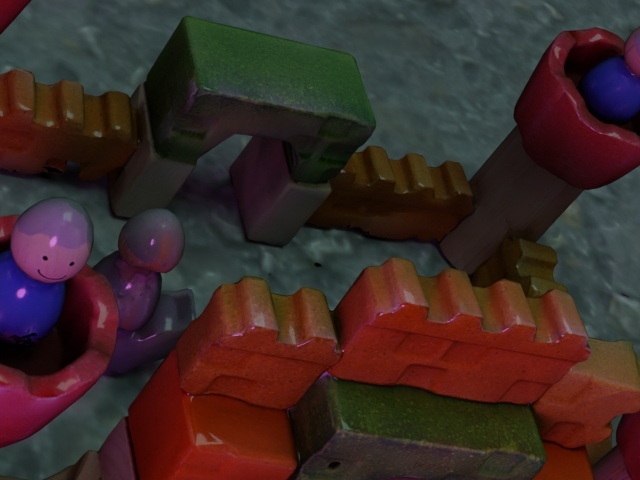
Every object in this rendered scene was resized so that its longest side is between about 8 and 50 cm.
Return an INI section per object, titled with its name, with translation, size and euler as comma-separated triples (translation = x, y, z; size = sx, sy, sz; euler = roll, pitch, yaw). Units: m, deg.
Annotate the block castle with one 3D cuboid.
[block castle]
translation = 0.000, 0.000, 0.871
size = 0.453, 0.213, 0.303
euler = 11, 48, -29
